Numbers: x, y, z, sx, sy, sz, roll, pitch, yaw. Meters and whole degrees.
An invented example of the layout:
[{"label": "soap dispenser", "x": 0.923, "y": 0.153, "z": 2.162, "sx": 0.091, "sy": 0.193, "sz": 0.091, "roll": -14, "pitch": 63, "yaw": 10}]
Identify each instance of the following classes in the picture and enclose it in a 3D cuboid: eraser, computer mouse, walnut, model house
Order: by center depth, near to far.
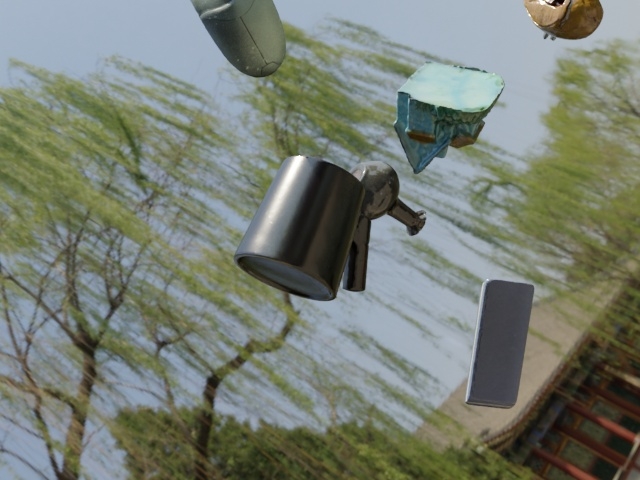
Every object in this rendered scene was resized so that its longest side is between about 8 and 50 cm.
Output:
[{"label": "computer mouse", "x": -0.128, "y": -0.355, "z": 1.066, "sx": 0.113, "sy": 0.229, "sz": 0.068, "roll": -29, "pitch": 0, "yaw": 3}, {"label": "eraser", "x": 0.291, "y": 0.171, "z": 1.155, "sx": 0.036, "sy": 0.081, "sz": 0.225, "roll": -72, "pitch": -13, "yaw": -81}, {"label": "walnut", "x": 0.590, "y": -0.561, "z": 1.722, "sx": 0.137, "sy": 0.245, "sz": 0.137, "roll": -9, "pitch": -58, "yaw": -15}, {"label": "model house", "x": 0.309, "y": -0.279, "z": 1.754, "sx": 0.261, "sy": 0.225, "sz": 0.241, "roll": -49, "pitch": -30, "yaw": -48}]

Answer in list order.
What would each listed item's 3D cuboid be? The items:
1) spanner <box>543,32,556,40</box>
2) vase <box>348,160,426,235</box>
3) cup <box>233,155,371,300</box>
[{"label": "spanner", "x": 0.639, "y": -0.649, "z": 1.896, "sx": 0.015, "sy": 0.054, "sz": 0.255, "roll": 20, "pitch": -99, "yaw": -28}, {"label": "vase", "x": 0.130, "y": -0.073, "z": 1.374, "sx": 0.183, "sy": 0.120, "sz": 0.120, "roll": 33, "pitch": -96, "yaw": -24}, {"label": "cup", "x": -0.016, "y": -0.005, "z": 1.123, "sx": 0.239, "sy": 0.166, "sz": 0.177, "roll": 59, "pitch": -132, "yaw": -62}]
